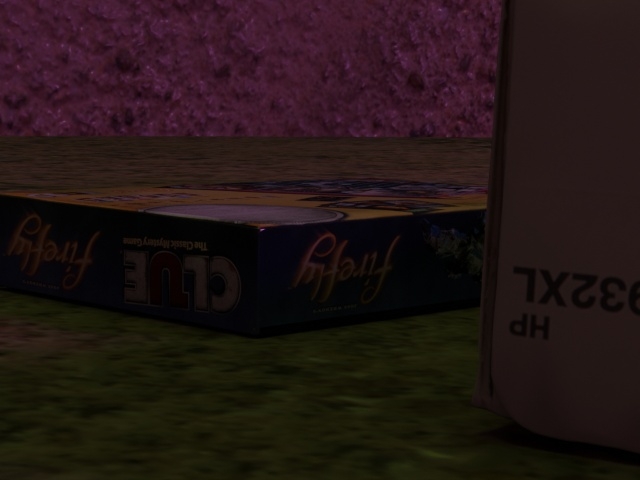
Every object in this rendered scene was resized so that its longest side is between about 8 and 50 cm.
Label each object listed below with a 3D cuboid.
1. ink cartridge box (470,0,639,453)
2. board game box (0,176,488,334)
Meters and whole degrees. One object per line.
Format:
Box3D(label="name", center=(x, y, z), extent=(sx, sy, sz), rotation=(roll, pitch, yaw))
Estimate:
Box3D(label="ink cartridge box", center=(0.216, -0.014, 0.484), extent=(0.223, 0.129, 0.307), rotation=(6, 8, 33))
Box3D(label="board game box", center=(0.000, 0.000, 0.710), extent=(0.165, 0.042, 0.243), rotation=(7, 8, 43))
